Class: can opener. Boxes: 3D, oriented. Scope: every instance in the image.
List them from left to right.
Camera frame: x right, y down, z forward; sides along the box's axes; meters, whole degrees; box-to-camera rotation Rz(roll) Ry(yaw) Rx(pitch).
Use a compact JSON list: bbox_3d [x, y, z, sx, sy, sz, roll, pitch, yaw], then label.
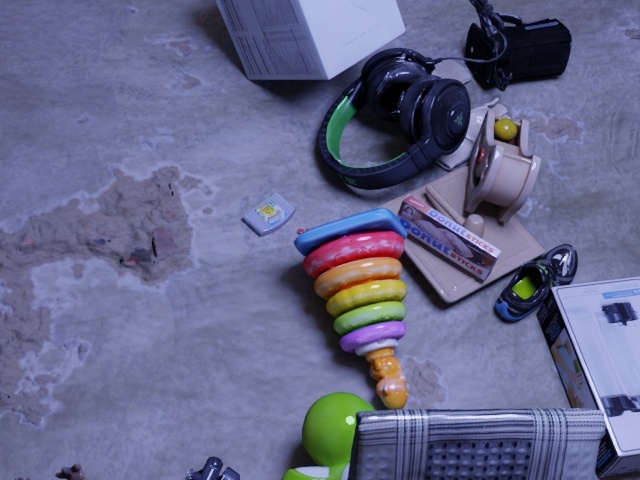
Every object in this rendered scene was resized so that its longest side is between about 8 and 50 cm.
[{"bbox_3d":[-0.174,0.376,1.192,0.073,0.059,0.186,24,55,9],"label":"can opener"}]

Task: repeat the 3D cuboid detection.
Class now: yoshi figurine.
[{"bbox_3d":[0.124,0.291,1.226,0.362,0.204,0.203,0,39,-5],"label":"yoshi figurine"}]

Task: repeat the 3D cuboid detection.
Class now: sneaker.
[{"bbox_3d":[0.368,0.063,1.473,0.188,0.078,0.067,-33,65,-27],"label":"sneaker"}]

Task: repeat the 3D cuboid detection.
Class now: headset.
[{"bbox_3d":[0.159,-0.266,1.549,0.394,0.185,0.243,-41,46,0],"label":"headset"}]

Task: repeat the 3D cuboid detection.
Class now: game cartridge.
[{"bbox_3d":[-0.085,-0.044,1.528,0.056,0.017,0.083,43,60,17],"label":"game cartridge"}]

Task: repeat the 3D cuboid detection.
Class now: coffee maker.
[{"bbox_3d":[0.400,-0.364,1.762,0.178,0.120,0.171,-11,65,-15],"label":"coffee maker"}]

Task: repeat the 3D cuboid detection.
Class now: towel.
[{"bbox_3d":[0.182,0.352,1.117,0.312,0.324,0.056,1,25,-7],"label":"towel"}]

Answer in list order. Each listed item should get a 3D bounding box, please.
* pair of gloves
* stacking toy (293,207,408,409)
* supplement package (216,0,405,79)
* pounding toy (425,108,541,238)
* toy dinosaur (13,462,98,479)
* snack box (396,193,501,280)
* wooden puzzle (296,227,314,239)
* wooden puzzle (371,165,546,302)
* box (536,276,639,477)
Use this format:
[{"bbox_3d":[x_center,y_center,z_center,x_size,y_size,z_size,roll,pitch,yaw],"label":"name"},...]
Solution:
[{"bbox_3d":[0.249,-0.253,1.705,0.204,0.042,0.240,-26,63,-23],"label":"pair of gloves"},{"bbox_3d":[0.077,0.116,1.372,0.165,0.175,0.302,-18,74,13],"label":"stacking toy"},{"bbox_3d":[-0.027,-0.423,1.621,0.199,0.198,0.262,-36,28,-27],"label":"supplement package"},{"bbox_3d":[0.274,-0.126,1.504,0.154,0.154,0.270,16,48,-2],"label":"pounding toy"},{"bbox_3d":[-0.337,0.404,1.120,0.295,0.127,0.200,-8,63,-27],"label":"toy dinosaur"},{"bbox_3d":[0.206,-0.005,1.453,0.178,0.064,0.022,33,53,14],"label":"snack box"},{"bbox_3d":[0.000,0.000,1.513,0.083,0.006,0.049,2,55,-6],"label":"wooden puzzle"},{"bbox_3d":[0.237,-0.012,1.536,0.238,0.044,0.221,-23,60,-27],"label":"wooden puzzle"},{"bbox_3d":[0.469,0.206,1.381,0.169,0.087,0.290,-5,56,-11],"label":"box"}]
